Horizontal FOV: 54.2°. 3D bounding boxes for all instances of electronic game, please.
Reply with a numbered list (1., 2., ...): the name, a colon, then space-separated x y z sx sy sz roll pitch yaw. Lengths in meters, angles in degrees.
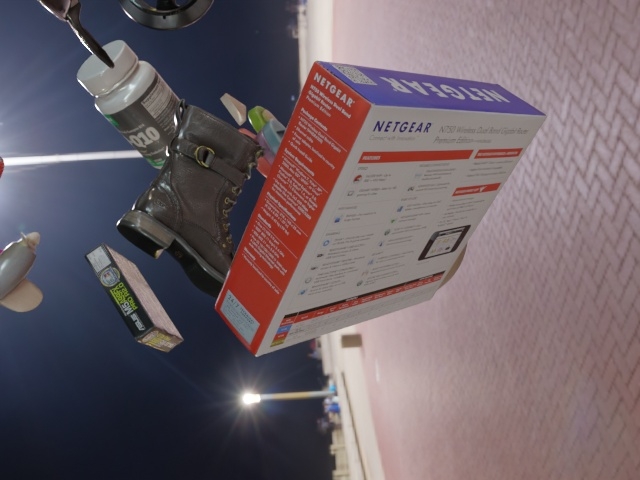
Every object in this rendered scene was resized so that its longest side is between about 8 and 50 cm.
1. electronic game: -0.344 -0.579 1.393 0.048 0.229 0.229 92 175 -83

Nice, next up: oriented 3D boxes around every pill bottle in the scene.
1. pill bottle: -0.539 -0.404 1.881 0.361 0.204 0.204 52 -156 -41

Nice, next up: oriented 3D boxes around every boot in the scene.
1. boot: -0.137 -0.052 0.895 0.091 0.263 0.229 -14 44 55

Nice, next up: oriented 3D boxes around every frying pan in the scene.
1. frying pan: -0.338 -0.313 0.785 0.326 0.053 0.197 46 -178 -46

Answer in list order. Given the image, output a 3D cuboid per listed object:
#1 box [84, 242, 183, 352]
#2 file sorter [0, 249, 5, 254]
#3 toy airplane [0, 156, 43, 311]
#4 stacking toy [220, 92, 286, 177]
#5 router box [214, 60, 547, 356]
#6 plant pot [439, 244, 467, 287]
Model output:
1. box: -0.477 0.152 1.614 0.270 0.060 0.216 53 174 17
2. file sorter: -1.099 0.116 1.900 0.202 0.291 0.182 21 -113 -43
3. toy airplane: -0.730 -0.033 1.171 0.386 0.272 0.384 -3 -107 -60
4. stacking toy: -0.096 -0.281 1.634 0.279 0.130 0.309 61 -161 16
5. router box: 0.077 -0.036 0.716 0.082 0.335 0.301 45 124 30
6. plant pot: 0.120 -0.011 1.187 0.191 0.284 0.284 -10 -82 -66
